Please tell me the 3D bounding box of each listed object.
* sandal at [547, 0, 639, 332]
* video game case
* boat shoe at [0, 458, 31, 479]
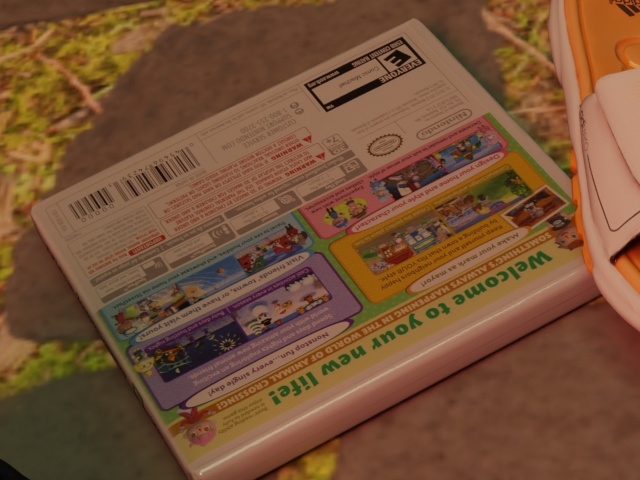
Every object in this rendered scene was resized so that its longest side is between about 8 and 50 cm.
[{"bbox_3d":[0.153,-0.057,0.833,0.102,0.076,0.265,0,44,-12],"label":"sandal"},{"bbox_3d":[0.000,0.000,0.874,0.212,0.023,0.193,-27,46,-12],"label":"video game case"},{"bbox_3d":[-0.150,0.077,0.635,0.158,0.340,0.127,15,64,14],"label":"boat shoe"}]
